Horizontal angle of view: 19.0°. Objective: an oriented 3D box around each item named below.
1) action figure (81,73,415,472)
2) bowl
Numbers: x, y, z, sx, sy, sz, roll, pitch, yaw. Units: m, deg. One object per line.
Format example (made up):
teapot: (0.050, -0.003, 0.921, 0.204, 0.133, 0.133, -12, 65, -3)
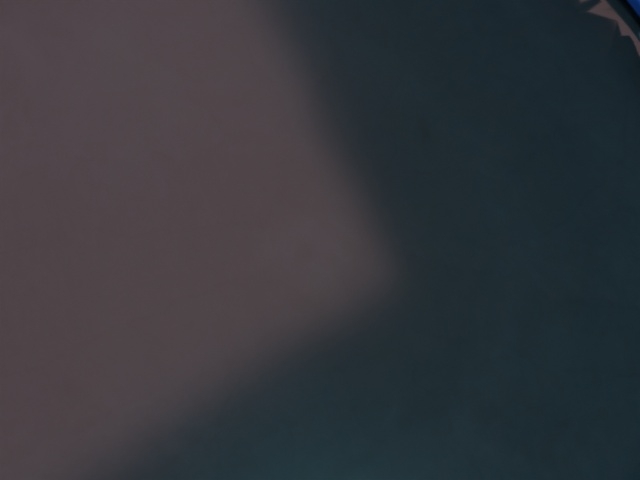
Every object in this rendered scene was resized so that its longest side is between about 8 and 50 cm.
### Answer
action figure: (0.029, -0.082, 0.808, 0.341, 0.178, 0.330, 42, 52, 14)
bowl: (0.000, 0.000, 0.638, 0.391, 0.077, 0.391, 3, 75, -12)
